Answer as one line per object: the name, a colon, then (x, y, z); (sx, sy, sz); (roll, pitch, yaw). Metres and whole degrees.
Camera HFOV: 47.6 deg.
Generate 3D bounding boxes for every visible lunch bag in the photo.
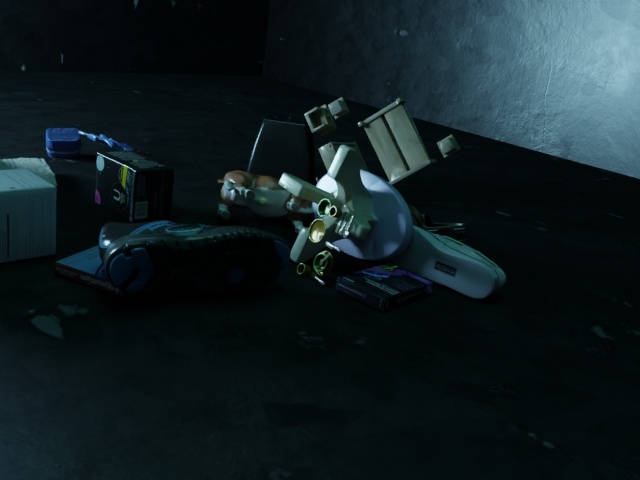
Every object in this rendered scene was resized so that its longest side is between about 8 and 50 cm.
lunch bag: (-0.703, -0.265, 1.995); (0.098, 0.065, 0.067); (-3, 42, -23)

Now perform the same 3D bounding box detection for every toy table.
toy table: (0.042, -0.063, 1.492); (0.274, 0.252, 0.161); (21, 6, 41)

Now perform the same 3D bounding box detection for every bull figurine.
bull figurine: (-0.092, -0.092, 1.688); (0.310, 0.101, 0.188); (8, 21, 0)

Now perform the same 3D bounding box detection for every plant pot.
plant pot: (-0.103, -0.274, 2.113); (0.188, 0.167, 0.187); (9, 19, 0)

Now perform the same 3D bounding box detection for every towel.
towel: (-0.716, -0.144, 1.669); (0.187, 0.049, 0.282); (-2, 21, -30)

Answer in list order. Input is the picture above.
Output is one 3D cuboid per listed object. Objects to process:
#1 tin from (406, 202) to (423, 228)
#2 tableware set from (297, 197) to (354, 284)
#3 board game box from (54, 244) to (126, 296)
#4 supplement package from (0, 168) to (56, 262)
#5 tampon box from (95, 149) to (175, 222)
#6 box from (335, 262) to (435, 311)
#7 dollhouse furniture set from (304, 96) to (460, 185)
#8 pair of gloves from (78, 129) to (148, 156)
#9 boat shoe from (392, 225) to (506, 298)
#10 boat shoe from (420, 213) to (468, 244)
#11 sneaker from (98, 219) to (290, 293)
tin: (0.134, -0.038, 1.620); (0.189, 0.106, 0.040); (10, 27, 7)
tableware set: (0.000, 0.000, 1.386); (0.024, 0.154, 0.104); (17, 11, -43)
board game box: (-0.338, 0.030, 1.347); (0.145, 0.027, 0.281); (14, 20, 20)
supplement package: (-0.609, -0.039, 1.272); (0.244, 0.134, 0.139); (-11, 26, -44)
tampon box: (-0.416, -0.123, 1.616); (0.161, 0.121, 0.101); (23, 24, 39)
box: (0.124, 0.085, 1.373); (0.116, 0.029, 0.162); (23, 25, 37)
dollhouse furniture set: (0.186, -0.303, 2.019); (0.355, 0.303, 0.174); (-27, -7, 27)
pair of gloves: (-0.593, -0.278, 2.061); (0.159, 0.023, 0.198); (22, 3, 24)
boat shoe: (0.252, 0.034, 1.477); (0.267, 0.096, 0.088); (22, 19, 33)
boat shoe: (0.225, -0.030, 1.676); (0.233, 0.079, 0.084); (14, 21, 20)
sneaker: (-0.213, 0.009, 1.260); (0.340, 0.125, 0.139); (3, 26, -33)
